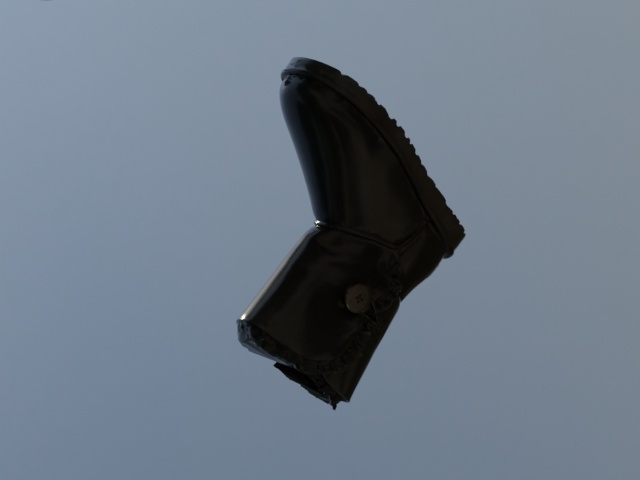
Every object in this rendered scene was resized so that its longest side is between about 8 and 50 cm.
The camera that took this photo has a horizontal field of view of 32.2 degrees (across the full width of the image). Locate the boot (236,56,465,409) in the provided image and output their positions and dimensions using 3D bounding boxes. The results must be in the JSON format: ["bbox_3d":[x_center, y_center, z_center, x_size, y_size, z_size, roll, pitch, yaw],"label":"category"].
[{"bbox_3d":[0.000,0.000,0.929,0.207,0.094,0.246,-52,-55,-18],"label":"boot"}]
